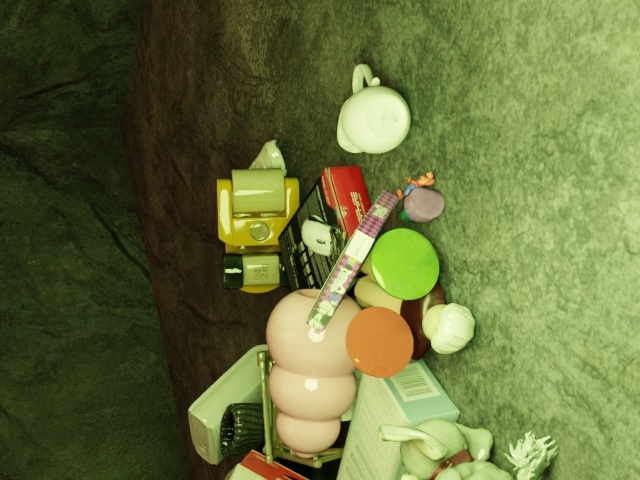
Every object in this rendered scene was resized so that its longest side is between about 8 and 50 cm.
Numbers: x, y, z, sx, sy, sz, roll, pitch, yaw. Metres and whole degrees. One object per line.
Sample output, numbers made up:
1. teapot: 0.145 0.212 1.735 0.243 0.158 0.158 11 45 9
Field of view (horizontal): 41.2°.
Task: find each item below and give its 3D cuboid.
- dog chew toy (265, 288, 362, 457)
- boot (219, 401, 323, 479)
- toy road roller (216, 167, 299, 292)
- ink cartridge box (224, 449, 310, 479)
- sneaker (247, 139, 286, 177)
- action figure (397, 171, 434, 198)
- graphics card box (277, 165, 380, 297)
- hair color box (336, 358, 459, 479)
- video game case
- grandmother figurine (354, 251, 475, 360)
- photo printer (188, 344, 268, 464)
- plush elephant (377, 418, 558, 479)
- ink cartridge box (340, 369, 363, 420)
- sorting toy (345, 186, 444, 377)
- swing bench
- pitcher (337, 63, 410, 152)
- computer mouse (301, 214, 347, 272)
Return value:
1. dog chew toy: -0.014 0.268 1.694 0.207 0.207 0.331 -159 74 -65
2. boot: -0.132 0.536 2.181 0.131 0.260 0.347 -129 40 -51
3. toy road roller: -0.169 -0.027 2.212 0.240 0.203 0.329 -137 46 -76
4. ink cartridge box: -0.086 0.642 2.100 0.066 0.296 0.261 -63 3 -33
5. sneaker: -0.169 -0.150 2.280 0.292 0.118 0.110 113 145 -47
6. action figure: 0.179 -0.104 1.571 0.115 0.038 0.030 150 116 -67
7. graphics card box: 0.016 0.018 1.915 0.371 0.094 0.232 129 130 -58
8. hair color box: 0.144 0.417 1.694 0.185 0.114 0.374 -123 35 -47
9. video game case: 0.061 0.032 1.555 0.210 0.042 0.232 -63 -5 25
10. grandmother figurine: 0.171 0.126 1.572 0.342 0.104 0.207 -152 59 -65
11. photo printer: -0.216 0.435 2.315 0.107 0.307 0.256 35 148 22
12. plush elephant: 0.203 0.406 1.380 0.255 0.272 0.329 30 95 47
13. ink cartridge box: 0.070 0.279 1.828 0.067 0.115 0.198 159 105 -66
14. sorting toy: 0.122 0.076 1.514 0.365 0.127 0.126 -69 11 -22
15. swing bench: -0.044 0.373 1.950 0.255 0.165 0.253 -12 82 47
16. pitcher: 0.095 -0.256 1.632 0.207 0.126 0.177 -156 63 -77
17. computer mouse: 0.000 0.000 1.777 0.193 0.042 0.105 -148 54 -61
